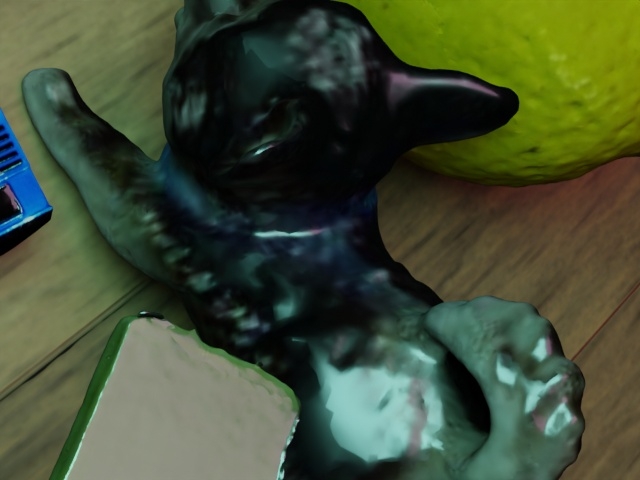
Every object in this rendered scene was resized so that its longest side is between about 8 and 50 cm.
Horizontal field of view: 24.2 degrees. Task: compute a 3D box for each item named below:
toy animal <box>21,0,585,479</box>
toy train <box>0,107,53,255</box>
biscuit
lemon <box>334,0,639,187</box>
[{"bbox_3d":[0.000,0.000,0.819,0.194,0.303,0.344,-11,84,-43],"label":"toy animal"},{"bbox_3d":[-0.252,-0.019,0.769,0.204,0.083,0.131,-31,99,-39],"label":"toy train"},{"bbox_3d":[-0.093,0.186,0.576,0.099,0.038,0.322,26,67,-17],"label":"biscuit"},{"bbox_3d":[0.114,-0.196,0.962,0.336,0.336,0.336,12,69,-35],"label":"lemon"}]
